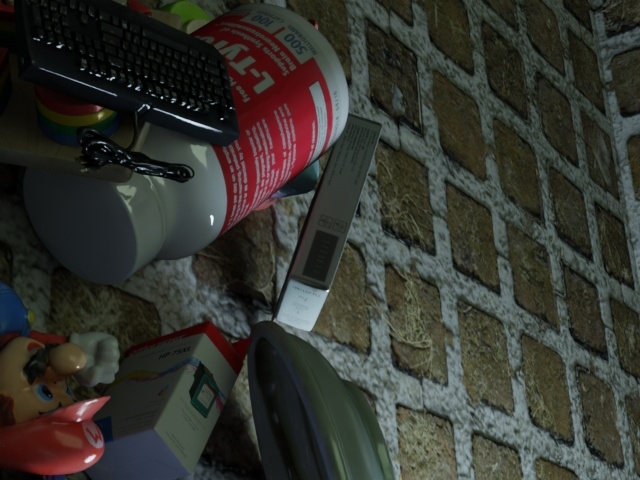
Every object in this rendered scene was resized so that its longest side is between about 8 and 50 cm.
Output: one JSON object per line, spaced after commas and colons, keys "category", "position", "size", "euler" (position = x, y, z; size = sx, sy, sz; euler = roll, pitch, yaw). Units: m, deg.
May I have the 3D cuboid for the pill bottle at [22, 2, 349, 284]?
{"category": "pill bottle", "position": [-0.160, -0.119, 1.580], "size": [0.408, 0.229, 0.229], "euler": [-41, 110, -44]}

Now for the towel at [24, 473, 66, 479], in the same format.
{"category": "towel", "position": [-0.211, 0.375, 1.308], "size": [0.336, 0.040, 0.243], "euler": [65, -10, -11]}

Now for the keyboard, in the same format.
{"category": "keyboard", "position": [-0.187, -0.152, 1.332], "size": [0.317, 0.033, 0.201], "euler": [14, 65, -54]}

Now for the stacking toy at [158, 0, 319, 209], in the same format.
{"category": "stacking toy", "position": [-0.099, -0.218, 1.860], "size": [0.279, 0.130, 0.309], "euler": [27, 52, -50]}

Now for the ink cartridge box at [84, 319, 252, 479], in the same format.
{"category": "ink cartridge box", "position": [-0.180, 0.179, 1.509], "size": [0.078, 0.134, 0.231], "euler": [56, 33, -24]}

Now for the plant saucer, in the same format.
{"category": "plant saucer", "position": [0.014, 0.281, 1.555], "size": [0.400, 0.101, 0.400], "euler": [166, -90, -76]}

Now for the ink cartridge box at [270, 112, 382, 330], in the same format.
{"category": "ink cartridge box", "position": [0.000, 0.000, 1.772], "size": [0.060, 0.239, 0.275], "euler": [19, 60, -1]}

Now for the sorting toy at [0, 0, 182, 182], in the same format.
{"category": "sorting toy", "position": [-0.302, -0.204, 1.409], "size": [0.089, 0.255, 0.257], "euler": [98, 3, -49]}

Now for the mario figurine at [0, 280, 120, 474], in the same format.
{"category": "mario figurine", "position": [-0.302, 0.081, 1.268], "size": [0.198, 0.170, 0.320], "euler": [-28, 76, -30]}
